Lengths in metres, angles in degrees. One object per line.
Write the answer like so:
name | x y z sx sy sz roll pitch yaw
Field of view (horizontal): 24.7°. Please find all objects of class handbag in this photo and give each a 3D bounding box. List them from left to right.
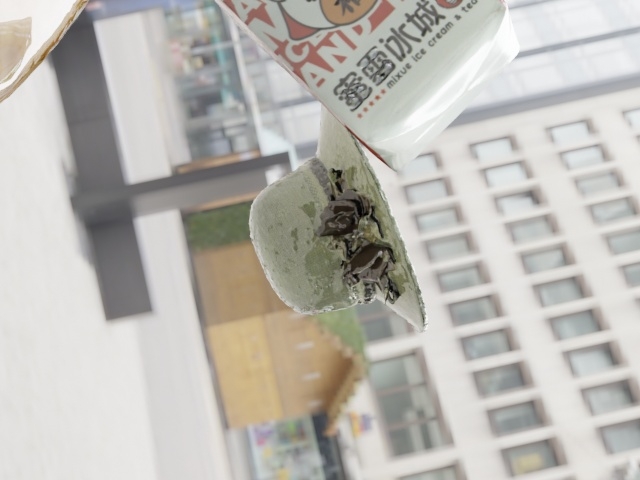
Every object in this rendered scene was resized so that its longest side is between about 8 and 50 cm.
handbag | 0.011 -0.218 1.225 0.298 0.171 0.151 46 4 15

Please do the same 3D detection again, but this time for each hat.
hat | 0.000 0.000 1.480 0.257 0.130 0.257 156 -90 -85

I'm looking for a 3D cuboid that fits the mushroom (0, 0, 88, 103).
mushroom | -0.154 -0.147 0.372 0.146 0.278 0.278 -4 -78 43
